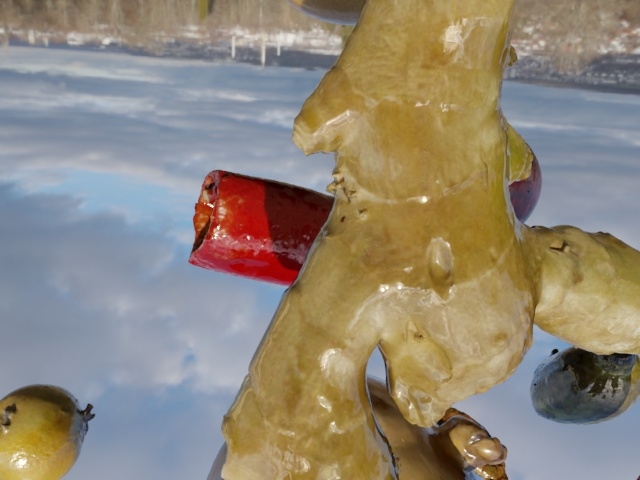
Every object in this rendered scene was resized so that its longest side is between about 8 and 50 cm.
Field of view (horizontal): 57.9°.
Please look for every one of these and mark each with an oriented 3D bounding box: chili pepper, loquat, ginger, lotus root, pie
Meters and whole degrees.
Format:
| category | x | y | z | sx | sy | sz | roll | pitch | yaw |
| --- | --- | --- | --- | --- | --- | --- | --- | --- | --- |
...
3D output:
| category | x | y | z | sx | sy | sz | roll | pitch | yaw |
| --- | --- | --- | --- | --- | --- | --- | --- | --- | --- |
| chili pepper | 0.001 | 0.003 | 0.783 | 0.338 | 0.134 | 0.131 | 15 | 154 | -28 |
| loquat | -0.493 | 0.335 | 0.984 | 0.204 | 0.172 | 0.149 | -8 | 179 | -42 |
| ginger | 0.050 | 0.021 | 0.364 | 0.363 | 0.348 | 0.122 | -33 | -165 | -6 |
| lotus root | 0.488 | 0.258 | 1.065 | 0.173 | 0.173 | 0.309 | 5 | 156 | 4 |
| pie | 0.247 | 0.343 | 0.985 | 0.191 | 0.033 | 0.088 | 36 | -126 | 4 |

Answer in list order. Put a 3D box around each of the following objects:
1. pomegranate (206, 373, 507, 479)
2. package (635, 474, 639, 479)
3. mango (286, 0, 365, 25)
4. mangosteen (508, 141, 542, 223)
| category | x | y | z | sx | sy | sz | roll | pitch | yaw |
| --- | --- | --- | --- | --- | --- | --- | --- | --- | --- |
| pomegranate | 0.051 | 0.349 | 0.708 | 0.411 | 0.411 | 0.411 | 3 | -164 | -1 |
| package | 0.457 | 0.363 | 0.685 | 0.123 | 0.423 | 0.196 | 11 | -152 | -5 |
| mango | 0.050 | -0.433 | 0.877 | 0.317 | 0.211 | 0.173 | 19 | -119 | 38 |
| mangosteen | 0.238 | -0.130 | 0.936 | 0.235 | 0.261 | 0.235 | 10 | 174 | 1 |
